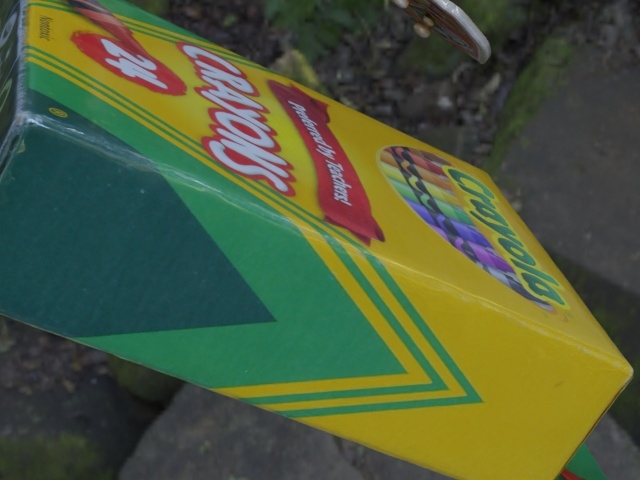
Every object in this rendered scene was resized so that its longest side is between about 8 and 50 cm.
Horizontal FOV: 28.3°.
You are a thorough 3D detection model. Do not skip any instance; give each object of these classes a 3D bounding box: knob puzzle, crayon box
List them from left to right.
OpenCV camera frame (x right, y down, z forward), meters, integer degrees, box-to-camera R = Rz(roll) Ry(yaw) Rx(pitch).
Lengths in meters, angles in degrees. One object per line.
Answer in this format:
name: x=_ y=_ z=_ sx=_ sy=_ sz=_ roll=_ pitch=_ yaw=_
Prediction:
crayon box: x=0.000 y=0.000 z=0.567 sx=0.319 sy=0.081 sz=0.202 roll=23 pitch=20 yaw=-23
knob puzzle: x=0.093 y=-0.229 z=1.259 sx=0.213 sy=0.213 sz=0.030 roll=38 pitch=92 yaw=34
